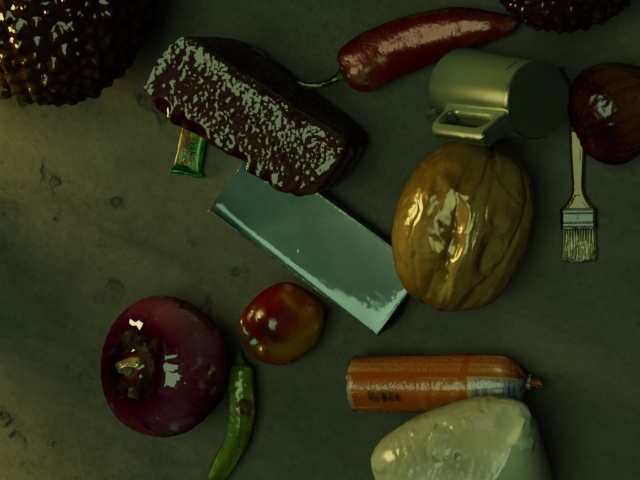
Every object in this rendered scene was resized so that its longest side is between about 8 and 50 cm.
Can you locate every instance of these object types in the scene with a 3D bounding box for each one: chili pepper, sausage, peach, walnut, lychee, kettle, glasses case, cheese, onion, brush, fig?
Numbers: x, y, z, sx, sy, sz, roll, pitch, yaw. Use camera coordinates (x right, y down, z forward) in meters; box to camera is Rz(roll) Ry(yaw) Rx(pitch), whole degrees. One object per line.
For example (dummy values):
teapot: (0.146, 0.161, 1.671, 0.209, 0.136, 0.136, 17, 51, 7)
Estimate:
chili pepper: (0.100, -0.228, 1.845, 0.272, 0.063, 0.071, -18, 98, 11)
chili pepper: (-0.112, 0.245, 1.980, 0.049, 0.043, 0.208, 14, 100, 3)
sausage: (0.149, 0.171, 1.858, 0.234, 0.071, 0.071, -1, 94, 22)
peach: (-0.044, 0.102, 1.917, 0.100, 0.100, 0.101, 2, 95, 21)
walnut: (0.163, -0.016, 1.794, 0.159, 0.159, 0.207, 18, 100, 19)
lychee: (-0.317, -0.291, 1.896, 0.267, 0.267, 0.268, 2, 95, 21)
kettle: (0.190, -0.162, 1.750, 0.148, 0.126, 0.098, 20, 111, 58)
glasses case: (0.000, 0.000, 1.914, 0.266, 0.056, 0.105, 36, 91, 14)
lychee: (0.276, -0.317, 1.715, 0.188, 0.188, 0.188, 2, 95, 21)
cheese: (0.178, 0.281, 1.799, 0.198, 0.189, 0.154, -18, 46, 21)
onion: (-0.199, 0.158, 1.950, 0.177, 0.153, 0.177, 23, 116, 59)
brush: (0.299, -0.059, 1.811, 0.043, 0.014, 0.170, 0, 94, 19)
fig: (0.349, -0.139, 1.743, 0.153, 0.119, 0.119, 6, 98, -5)

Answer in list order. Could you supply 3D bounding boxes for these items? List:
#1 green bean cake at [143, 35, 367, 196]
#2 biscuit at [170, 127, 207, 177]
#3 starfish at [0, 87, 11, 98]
green bean cake: (-0.071, -0.146, 1.849, 0.232, 0.198, 0.097, 38, 108, 9)
biscuit: (-0.162, -0.123, 1.979, 0.046, 0.016, 0.089, 15, 100, 19)
starfish: (-0.542, -0.193, 2.007, 0.303, 0.312, 0.113, -20, 120, -12)
